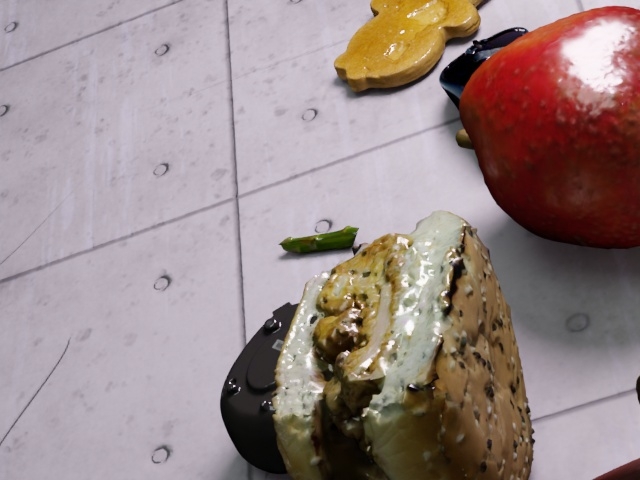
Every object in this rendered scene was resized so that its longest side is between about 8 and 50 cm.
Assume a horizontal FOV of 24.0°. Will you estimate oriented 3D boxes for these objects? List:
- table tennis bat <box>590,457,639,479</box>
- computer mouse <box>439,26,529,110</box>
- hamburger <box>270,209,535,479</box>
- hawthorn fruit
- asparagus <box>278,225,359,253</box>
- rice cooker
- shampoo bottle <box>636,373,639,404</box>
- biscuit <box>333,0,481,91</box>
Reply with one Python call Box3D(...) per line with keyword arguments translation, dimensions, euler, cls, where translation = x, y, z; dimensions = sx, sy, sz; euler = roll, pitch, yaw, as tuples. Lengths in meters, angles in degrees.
Box3D(translation=(0.322, 0.191, 1.319), dimensions=(0.310, 0.200, 0.038), euler=(-39, 65, 42), cls="table tennis bat")
Box3D(translation=(0.225, -0.184, 1.849), dimensions=(0.137, 0.096, 0.233), euler=(-30, 43, 1), cls="computer mouse")
Box3D(translation=(0.091, 0.151, 1.460), dimensions=(0.195, 0.277, 0.318), euler=(-13, 37, 23), cls="hamburger")
Box3D(translation=(0.278, -0.120, 1.642), dimensions=(0.307, 0.265, 0.265), euler=(1, 50, 33), cls="hawthorn fruit")
Box3D(translation=(0.000, 0.000, 1.851), dimensions=(0.108, 0.021, 0.025), euler=(-8, 42, 23), cls="asparagus")
Box3D(translation=(-0.021, 0.154, 1.639), dimensions=(0.142, 0.118, 0.203), euler=(17, 63, 40), cls="rice cooker")
Box3D(translation=(0.433, 0.058, 1.354), dimensions=(0.350, 0.125, 0.084), euler=(-31, 85, -16), cls="shampoo bottle")
Box3D(translation=(0.128, -0.290, 2.053), dimensions=(0.184, 0.035, 0.249), euler=(18, 61, 41), cls="biscuit")
